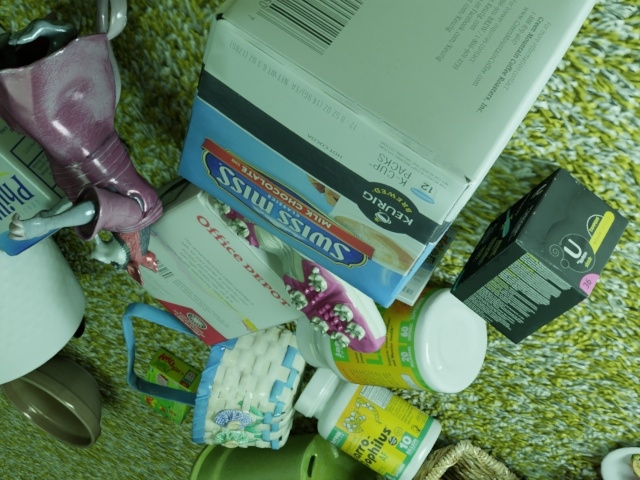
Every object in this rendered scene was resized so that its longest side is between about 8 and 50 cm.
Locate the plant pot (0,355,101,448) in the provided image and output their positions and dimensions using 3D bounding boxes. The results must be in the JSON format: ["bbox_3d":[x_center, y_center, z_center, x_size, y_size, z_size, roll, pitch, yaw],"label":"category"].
[{"bbox_3d":[-0.536,0.314,2.503,0.237,0.109,0.237,24,148,16],"label":"plant pot"}]

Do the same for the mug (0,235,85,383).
[{"bbox_3d":[-0.603,0.012,2.043,0.374,0.276,0.328,46,164,52],"label":"mug"}]

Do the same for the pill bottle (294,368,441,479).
[{"bbox_3d":[0.070,0.277,1.867,0.208,0.117,0.117,32,149,5],"label":"pill bottle"}]

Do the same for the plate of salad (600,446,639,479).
[{"bbox_3d":[0.474,0.353,1.655,0.200,0.048,0.199,24,147,17],"label":"plate of salad"}]

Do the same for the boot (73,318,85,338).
[{"bbox_3d":[-0.555,0.094,2.268,0.161,0.083,0.246,-6,136,39],"label":"boot"}]

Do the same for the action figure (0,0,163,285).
[{"bbox_3d":[-0.294,-0.113,1.551,0.370,0.276,0.248,58,173,-22],"label":"action figure"}]

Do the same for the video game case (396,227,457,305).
[{"bbox_3d":[0.101,0.016,1.476,0.087,0.122,0.011,25,147,16],"label":"video game case"}]

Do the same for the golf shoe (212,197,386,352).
[{"bbox_3d":[0.000,0.000,1.515,0.306,0.140,0.115,53,147,-11],"label":"golf shoe"}]

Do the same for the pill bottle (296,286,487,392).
[{"bbox_3d":[0.087,0.129,1.629,0.246,0.136,0.136,-1,134,44],"label":"pill bottle"}]

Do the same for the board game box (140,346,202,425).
[{"bbox_3d":[-0.280,0.276,2.270,0.092,0.043,0.181,32,149,6],"label":"board game box"}]

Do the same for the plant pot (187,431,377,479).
[{"bbox_3d":[-0.048,0.444,2.103,0.254,0.276,0.276,-24,117,43],"label":"plant pot"}]

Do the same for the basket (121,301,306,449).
[{"bbox_3d":[-0.172,0.206,1.918,0.289,0.201,0.254,18,147,8],"label":"basket"}]

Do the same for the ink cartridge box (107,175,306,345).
[{"bbox_3d":[-0.131,0.013,1.686,0.226,0.131,0.306,46,146,-16],"label":"ink cartridge box"}]

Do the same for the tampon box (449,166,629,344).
[{"bbox_3d":[0.241,0.020,1.350,0.101,0.120,0.161,38,149,-3],"label":"tampon box"}]

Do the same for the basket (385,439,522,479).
[{"bbox_3d":[0.234,0.487,1.905,0.299,0.213,0.223,41,149,-10],"label":"basket"}]

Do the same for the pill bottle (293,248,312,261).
[{"bbox_3d":[0.058,-0.092,1.318,0.176,0.176,0.318,36,149,-1],"label":"pill bottle"}]

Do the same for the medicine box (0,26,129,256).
[{"bbox_3d":[-0.472,-0.145,1.778,0.289,0.149,0.263,45,148,-15],"label":"medicine box"}]

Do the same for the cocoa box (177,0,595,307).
[{"bbox_3d":[0.074,-0.166,1.037,0.231,0.347,0.228,33,149,3],"label":"cocoa box"}]
